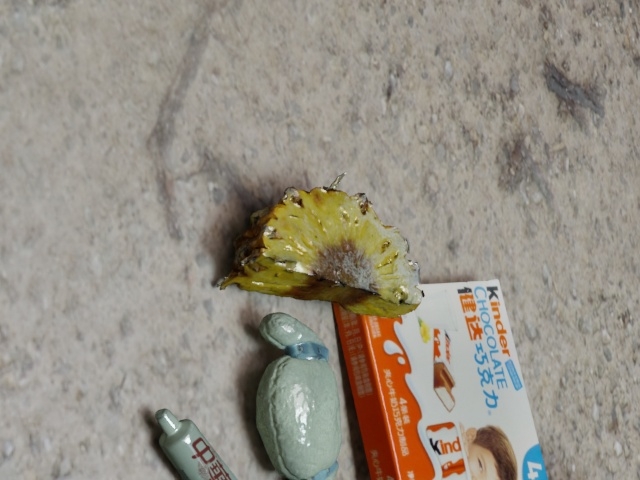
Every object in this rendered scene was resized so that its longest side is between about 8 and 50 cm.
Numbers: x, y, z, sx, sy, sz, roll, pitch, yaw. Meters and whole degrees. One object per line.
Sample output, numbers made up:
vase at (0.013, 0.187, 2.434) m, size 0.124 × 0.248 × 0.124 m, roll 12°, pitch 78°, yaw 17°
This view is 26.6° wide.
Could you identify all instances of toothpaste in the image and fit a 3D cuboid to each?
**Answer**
toothpaste at (-0.091, 0.248, 1.294) m, size 0.060 × 0.038 × 0.233 m, roll -52°, pitch 120°, yaw -38°

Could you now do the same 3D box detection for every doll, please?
doll at (-0.019, 0.175, 1.360) m, size 0.103 × 0.071 × 0.214 m, roll -10°, pitch 92°, yaw -46°

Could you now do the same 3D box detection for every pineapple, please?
pineapple at (0.001, 0.000, 1.403) m, size 0.233 × 0.079 × 0.135 m, roll 13°, pitch 61°, yaw -35°

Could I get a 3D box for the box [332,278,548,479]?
box at (0.142, 0.181, 1.528) m, size 0.265 × 0.048 × 0.273 m, roll -2°, pitch 74°, yaw -47°
